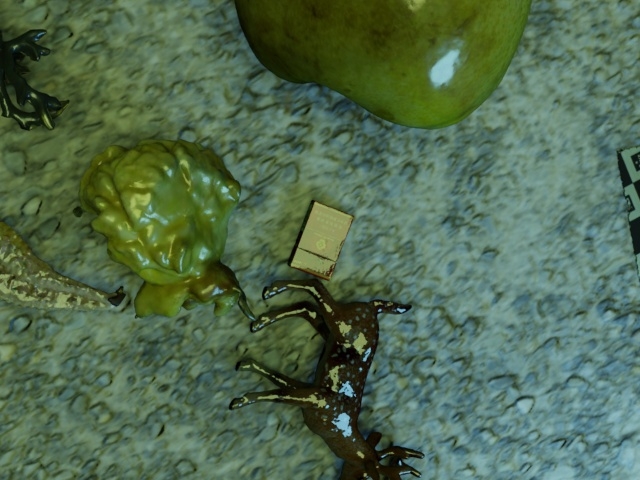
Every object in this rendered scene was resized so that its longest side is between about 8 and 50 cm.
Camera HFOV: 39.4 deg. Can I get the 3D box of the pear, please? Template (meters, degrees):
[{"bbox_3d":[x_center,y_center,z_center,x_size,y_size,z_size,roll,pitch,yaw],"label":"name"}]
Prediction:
[{"bbox_3d":[0.073,-0.271,0.887,0.303,0.304,0.304,-1,96,-12],"label":"pear"}]

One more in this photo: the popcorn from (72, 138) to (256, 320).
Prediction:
[{"bbox_3d":[-0.159,-0.008,0.927,0.173,0.168,0.195,-4,94,16],"label":"popcorn"}]

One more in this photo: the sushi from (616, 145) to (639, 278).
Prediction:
[{"bbox_3d":[0.490,0.007,1.132,0.192,0.043,0.280,-11,98,-11],"label":"sushi"}]

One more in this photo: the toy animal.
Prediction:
[{"bbox_3d":[0.029,0.180,1.029,0.259,0.087,0.244,18,93,-10],"label":"toy animal"}]

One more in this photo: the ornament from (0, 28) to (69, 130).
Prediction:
[{"bbox_3d":[-0.358,-0.153,0.846,0.236,0.080,0.202,30,61,-27],"label":"ornament"}]

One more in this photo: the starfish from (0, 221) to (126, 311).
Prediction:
[{"bbox_3d":[-0.416,-0.005,0.890,0.398,0.132,0.384,-44,102,-30],"label":"starfish"}]

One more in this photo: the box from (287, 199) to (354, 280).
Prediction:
[{"bbox_3d":[0.000,0.000,1.037,0.051,0.023,0.082,21,90,-12],"label":"box"}]
